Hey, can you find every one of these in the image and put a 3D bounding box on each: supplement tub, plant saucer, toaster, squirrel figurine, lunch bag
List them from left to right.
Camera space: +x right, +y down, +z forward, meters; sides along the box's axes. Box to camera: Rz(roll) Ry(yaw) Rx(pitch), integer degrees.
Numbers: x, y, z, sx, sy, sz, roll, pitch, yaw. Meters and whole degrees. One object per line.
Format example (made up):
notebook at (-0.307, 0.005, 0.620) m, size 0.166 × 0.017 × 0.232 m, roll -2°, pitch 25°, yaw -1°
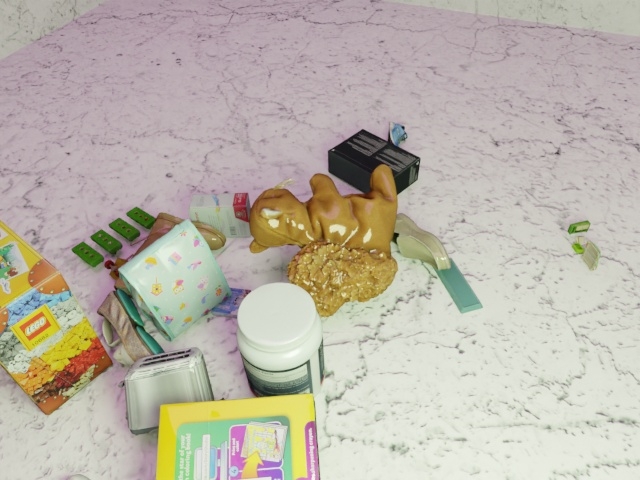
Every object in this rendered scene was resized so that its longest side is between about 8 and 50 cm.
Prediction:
toaster at (-0.336, 0.335, 1.207) m, size 0.227 × 0.146 × 0.129 m, roll -10°, pitch 6°, yaw -6°
lunch bag at (-0.383, 0.093, 1.379) m, size 0.223 × 0.262 × 0.160 m, roll -39°, pitch 49°, yaw -24°
supplement tub at (-0.088, 0.245, 1.217) m, size 0.191 × 0.272 × 0.191 m, roll -1°, pitch 45°, yaw 1°
squirrel figurine at (0.000, 0.000, 1.418) m, size 0.370 × 0.281 × 0.397 m, roll 4°, pitch 60°, yaw -22°
plant saucer at (0.382, 0.121, 1.494) m, size 0.067 × 0.018 × 0.192 m, roll -13°, pitch 45°, yaw -10°

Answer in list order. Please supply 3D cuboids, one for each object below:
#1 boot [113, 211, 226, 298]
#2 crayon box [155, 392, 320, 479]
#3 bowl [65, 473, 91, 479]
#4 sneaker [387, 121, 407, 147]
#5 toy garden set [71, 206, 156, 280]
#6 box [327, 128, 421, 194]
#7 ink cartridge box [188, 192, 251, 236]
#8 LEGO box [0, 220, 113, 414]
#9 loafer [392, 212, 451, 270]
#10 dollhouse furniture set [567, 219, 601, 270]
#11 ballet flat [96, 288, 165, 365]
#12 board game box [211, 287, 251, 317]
boot at (-0.430, 0.065, 1.551) m, size 0.236 × 0.089 × 0.269 m, roll 16°, pitch 55°, yaw 3°
crayon box at (-0.155, 0.499, 1.028) m, size 0.313 × 0.106 × 0.363 m, roll -5°, pitch 62°, yaw 0°
bowl at (-0.510, 0.560, 1.085) m, size 0.142 × 0.053 × 0.142 m, roll 26°, pitch 53°, yaw 24°
sneaker at (0.288, -0.388, 1.971) m, size 0.073 × 0.063 × 0.162 m, roll 6°, pitch 46°, yaw 4°
toy garden set at (-0.597, 0.015, 1.634) m, size 0.204 × 0.049 × 0.244 m, roll 28°, pitch 52°, yaw 29°
box at (0.180, -0.257, 1.819) m, size 0.184 × 0.103 × 0.261 m, roll -34°, pitch 53°, yaw -31°
ink cartridge box at (-0.306, -0.078, 1.649) m, size 0.175 × 0.127 × 0.072 m, roll -1°, pitch 44°, yaw 1°
LEGO box at (-0.783, 0.134, 1.297) m, size 0.500 × 0.372 × 0.193 m, roll 30°, pitch 53°, yaw 28°
loafer at (0.277, 0.017, 1.550) m, size 0.092 × 0.102 × 0.268 m, roll -35°, pitch 37°, yaw -7°
dollhouse furniture set at (0.781, 0.012, 1.538) m, size 0.059 × 0.076 × 0.151 m, roll -10°, pitch 45°, yaw -5°
ballet flat at (-0.491, 0.254, 1.369) m, size 0.106 × 0.107 × 0.316 m, roll -42°, pitch 49°, yaw -8°
board game box at (-0.246, 0.172, 1.475) m, size 0.090 × 0.020 × 0.090 m, roll 5°, pitch 47°, yaw 9°
